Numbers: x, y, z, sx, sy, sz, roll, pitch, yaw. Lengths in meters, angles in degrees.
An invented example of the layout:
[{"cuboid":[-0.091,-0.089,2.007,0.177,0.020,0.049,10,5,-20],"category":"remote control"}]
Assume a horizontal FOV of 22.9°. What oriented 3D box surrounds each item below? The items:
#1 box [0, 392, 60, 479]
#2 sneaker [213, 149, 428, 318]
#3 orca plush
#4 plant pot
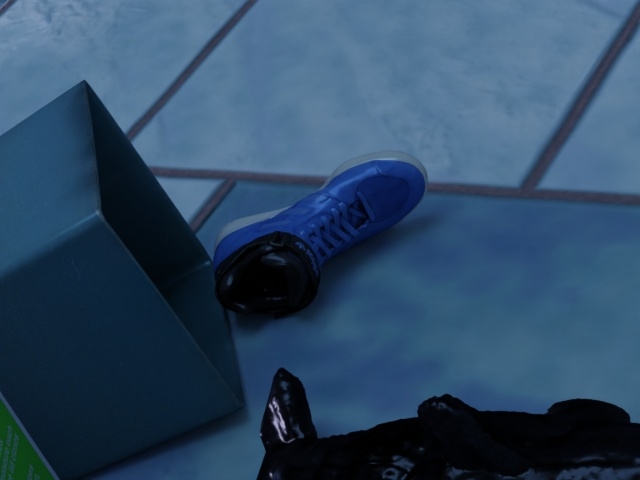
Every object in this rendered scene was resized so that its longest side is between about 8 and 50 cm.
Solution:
[{"cuboid":[-0.212,0.182,0.735,0.127,0.231,0.262,-18,34,10],"category":"box"},{"cuboid":[0.000,0.001,1.000,0.152,0.058,0.084,-21,28,11],"category":"sneaker"},{"cuboid":[0.073,0.099,0.787,0.287,0.102,0.151,16,51,44],"category":"orca plush"},{"cuboid":[-0.197,0.053,0.965,0.234,0.166,0.165,-28,34,6],"category":"plant pot"}]
